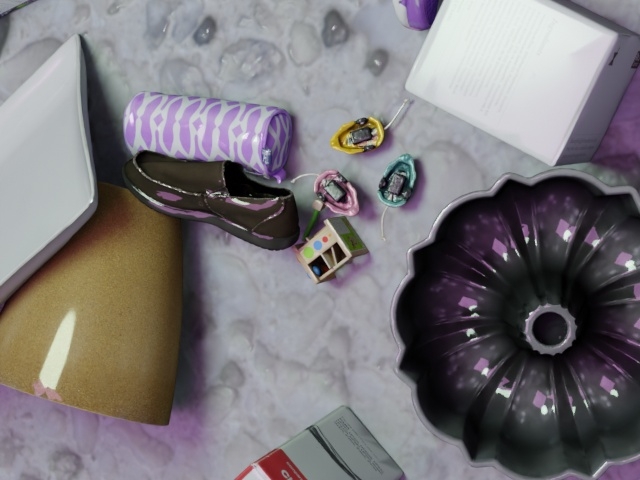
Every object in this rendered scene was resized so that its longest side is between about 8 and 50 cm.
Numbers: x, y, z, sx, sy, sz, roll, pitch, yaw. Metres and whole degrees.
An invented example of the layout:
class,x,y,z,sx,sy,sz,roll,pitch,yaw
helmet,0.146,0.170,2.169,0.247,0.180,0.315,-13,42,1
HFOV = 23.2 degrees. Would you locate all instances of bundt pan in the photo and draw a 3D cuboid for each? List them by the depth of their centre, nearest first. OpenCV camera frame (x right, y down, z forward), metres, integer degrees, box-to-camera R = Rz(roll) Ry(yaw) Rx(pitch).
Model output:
class,x,y,z,sx,sy,sz,roll,pitch,yaw
bundt pan,0.239,0.081,1.633,0.331,0.124,0.331,1,98,6

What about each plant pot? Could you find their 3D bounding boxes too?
class,x,y,z,sx,sy,sz,roll,pitch,yaw
plant pot,-0.259,0.064,1.840,0.237,0.237,0.254,14,87,22

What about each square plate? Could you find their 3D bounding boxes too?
class,x,y,z,sx,sy,sz,roll,pitch,yaw
square plate,-0.378,-0.039,1.862,0.344,0.049,0.347,-41,36,21

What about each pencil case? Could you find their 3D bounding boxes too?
class,x,y,z,sx,sy,sz,roll,pitch,yaw
pencil case,-0.131,-0.123,1.828,0.206,0.086,0.088,11,123,24

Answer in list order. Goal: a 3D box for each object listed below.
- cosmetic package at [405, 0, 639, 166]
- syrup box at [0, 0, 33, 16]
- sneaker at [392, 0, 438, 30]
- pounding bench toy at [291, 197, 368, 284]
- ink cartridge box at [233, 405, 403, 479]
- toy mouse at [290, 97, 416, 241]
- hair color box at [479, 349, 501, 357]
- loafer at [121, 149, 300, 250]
class,x,y,z,sx,sy,sz,roll,pitch,yaw
cosmetic package,0.218,-0.185,1.630,0.183,0.151,0.151,31,106,19
syrup box,-0.452,-0.316,1.937,0.237,0.096,0.093,-21,85,24
sneaker,0.148,-0.338,1.682,0.104,0.095,0.236,18,101,13
pounding bench toy,0.000,0.000,1.797,0.065,0.052,0.083,-37,80,22
ink cartridge box,-0.048,0.310,1.731,0.197,0.273,0.114,-45,81,21
toy mouse,0.053,-0.065,1.767,0.161,0.031,0.143,-22,82,7
hair color box,0.168,0.060,1.734,0.072,0.043,0.141,-4,93,23
loafer,-0.120,-0.064,1.774,0.220,0.080,0.078,20,121,8
